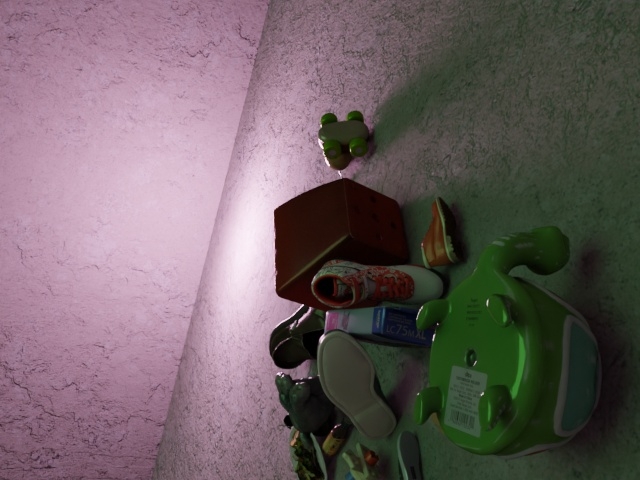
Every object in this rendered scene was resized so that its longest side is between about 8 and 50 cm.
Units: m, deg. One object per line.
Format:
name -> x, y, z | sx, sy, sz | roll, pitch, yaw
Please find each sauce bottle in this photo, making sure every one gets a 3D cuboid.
sauce bottle -> 0.043, 0.488, 1.582 | 0.042, 0.042, 0.128 | -105, 34, -49

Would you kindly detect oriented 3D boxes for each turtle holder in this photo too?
turtle holder -> 0.284, 0.157, 0.945 | 0.243, 0.227, 0.321 | 128, 147, -48

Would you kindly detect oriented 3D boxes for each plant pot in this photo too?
plant pot -> 0.060, 0.004, 1.546 | 0.235, 0.267, 0.267 | -41, 41, 39

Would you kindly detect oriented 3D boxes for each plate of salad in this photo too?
plate of salad -> -0.043, 0.584, 1.668 | 0.199, 0.048, 0.200 | 21, 115, 55

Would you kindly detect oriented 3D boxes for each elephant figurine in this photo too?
elephant figurine -> 0.022, 0.362, 1.593 | 0.169, 0.239, 0.186 | 41, 143, 48

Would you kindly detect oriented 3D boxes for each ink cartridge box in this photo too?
ink cartridge box -> 0.154, 0.180, 1.293 | 0.311, 0.185, 0.065 | -22, 57, 63

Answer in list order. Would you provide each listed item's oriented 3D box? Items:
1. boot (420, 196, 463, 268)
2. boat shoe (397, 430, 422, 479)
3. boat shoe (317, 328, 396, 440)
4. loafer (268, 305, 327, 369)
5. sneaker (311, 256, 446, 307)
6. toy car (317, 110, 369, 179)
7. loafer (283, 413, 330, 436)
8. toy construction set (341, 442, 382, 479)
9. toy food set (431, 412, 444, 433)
boot -> 0.241, -0.016, 1.326 | 0.084, 0.059, 0.158 | -26, 51, 34
boat shoe -> 0.175, 0.459, 1.279 | 0.040, 0.049, 0.142 | 129, 144, -48
boat shoe -> 0.067, 0.295, 1.348 | 0.116, 0.320, 0.099 | -28, 32, 0
loafer -> -0.044, 0.279, 1.780 | 0.366, 0.133, 0.130 | 126, 149, -44
sneaker -> 0.116, 0.100, 1.312 | 0.145, 0.269, 0.090 | -34, -50, -65
toy car -> 0.070, -0.257, 1.859 | 0.189, 0.148, 0.155 | 84, -178, -48
loafer -> -0.039, 0.495, 1.726 | 0.220, 0.078, 0.080 | 138, 139, -55
toy construction set -> 0.056, 0.618, 1.374 | 0.328, 0.151, 0.215 | -63, 1, 13
toy food set -> 0.241, 0.325, 1.229 | 0.083, 0.020, 0.083 | -122, 49, -60
